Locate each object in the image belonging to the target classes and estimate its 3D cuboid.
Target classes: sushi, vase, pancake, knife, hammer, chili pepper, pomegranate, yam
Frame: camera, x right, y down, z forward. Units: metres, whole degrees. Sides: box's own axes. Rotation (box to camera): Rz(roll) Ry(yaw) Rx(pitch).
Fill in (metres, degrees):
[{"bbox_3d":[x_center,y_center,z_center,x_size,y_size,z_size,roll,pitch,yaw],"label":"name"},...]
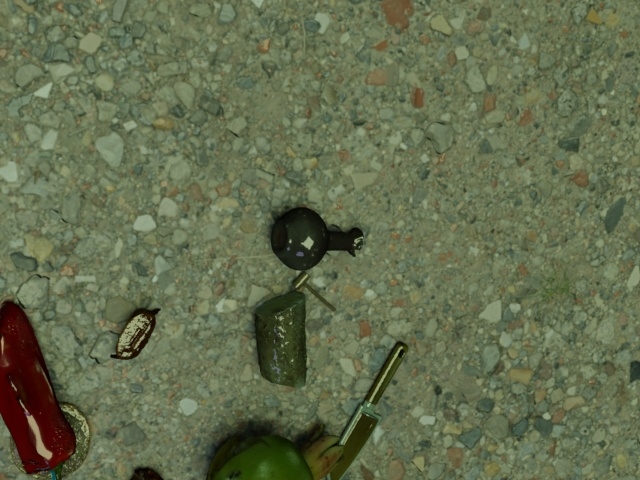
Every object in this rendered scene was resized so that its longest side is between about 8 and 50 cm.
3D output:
[{"bbox_3d":[-0.343,0.174,1.582,0.052,0.055,0.120,27,83,-9],"label":"sushi"},{"bbox_3d":[0.000,0.000,1.618,0.182,0.120,0.120,4,101,-31],"label":"vase"},{"bbox_3d":[-0.506,0.376,1.592,0.158,0.028,0.158,-3,101,-13],"label":"pancake"},{"bbox_3d":[0.100,0.368,1.765,0.061,0.027,0.343,29,93,-24],"label":"knife"},{"bbox_3d":[-0.007,0.107,1.683,0.110,0.019,0.035,42,88,-22],"label":"hammer"},{"bbox_3d":[-0.516,0.297,1.519,0.110,0.110,0.388,-19,93,-12],"label":"chili pepper"},{"bbox_3d":[-0.080,0.471,1.644,0.301,0.236,0.236,-17,107,-34],"label":"pomegranate"},{"bbox_3d":[-0.074,0.196,1.641,0.107,0.107,0.183,-7,105,-15],"label":"yam"}]

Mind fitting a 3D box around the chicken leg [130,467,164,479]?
[{"bbox_3d":[-0.343,0.595,1.660,0.113,0.093,0.305,-4,99,-2],"label":"chicken leg"}]
